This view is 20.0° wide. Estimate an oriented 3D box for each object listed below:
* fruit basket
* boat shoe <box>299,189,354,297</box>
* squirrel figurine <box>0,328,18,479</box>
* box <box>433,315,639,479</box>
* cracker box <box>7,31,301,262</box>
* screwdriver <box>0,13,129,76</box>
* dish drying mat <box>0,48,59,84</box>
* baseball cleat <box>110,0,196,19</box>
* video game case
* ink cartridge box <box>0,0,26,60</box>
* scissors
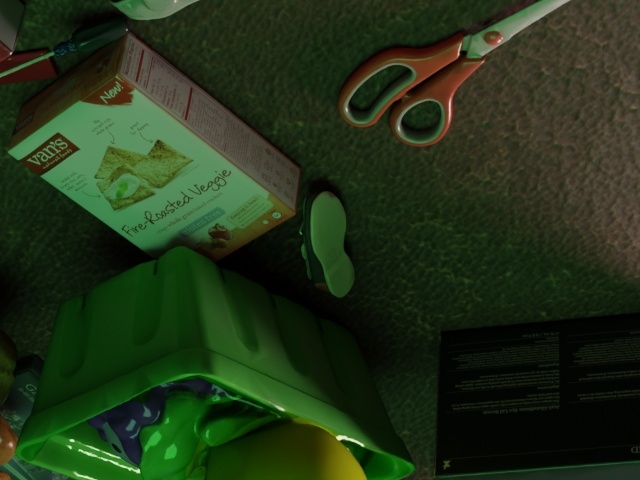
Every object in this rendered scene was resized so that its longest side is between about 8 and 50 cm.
[{"bbox_3d":[-0.078,0.227,1.757,0.283,0.392,0.392,-24,129,29],"label":"fruit basket"},{"bbox_3d":[0.000,0.000,1.784,0.043,0.049,0.137,30,150,35],"label":"boat shoe"},{"bbox_3d":[-0.500,0.189,1.878,0.397,0.281,0.370,17,125,-9],"label":"squirrel figurine"},{"bbox_3d":[0.254,0.183,1.848,0.261,0.184,0.103,-6,136,14],"label":"box"},{"bbox_3d":[-0.153,-0.074,1.703,0.156,0.067,0.232,-31,126,33],"label":"cracker box"},{"bbox_3d":[-0.248,-0.159,1.609,0.170,0.025,0.024,-26,142,-4],"label":"screwdriver"},{"bbox_3d":[-0.285,-0.159,1.672,0.083,0.008,0.032,-6,135,15],"label":"dish drying mat"},{"bbox_3d":[-0.191,-0.234,1.534,0.206,0.072,0.109,11,144,0],"label":"baseball cleat"},{"bbox_3d":[-0.378,0.233,2.097,0.274,0.026,0.196,-21,131,25],"label":"video game case"},{"bbox_3d":[-0.369,-0.187,1.602,0.175,0.072,0.127,-26,129,30],"label":"ink cartridge box"},{"bbox_3d":[0.131,-0.176,1.593,0.109,0.021,0.297,29,134,-21],"label":"scissors"}]
